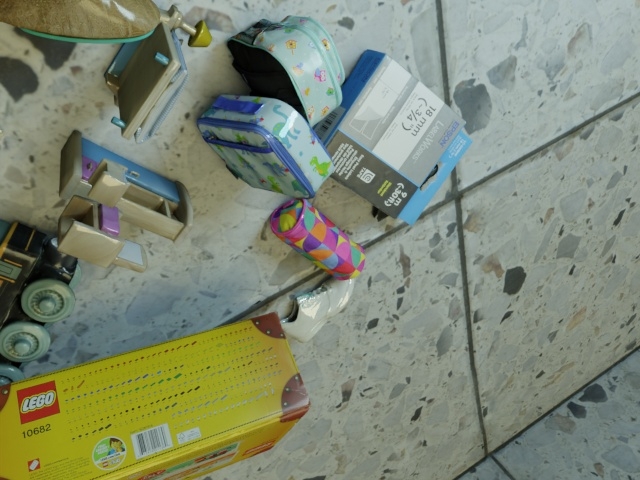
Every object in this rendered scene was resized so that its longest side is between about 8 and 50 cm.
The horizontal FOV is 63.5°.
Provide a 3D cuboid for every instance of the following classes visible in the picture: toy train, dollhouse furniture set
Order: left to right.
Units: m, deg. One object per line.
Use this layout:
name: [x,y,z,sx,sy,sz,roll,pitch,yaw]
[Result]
toy train: [-0.530,0.119,0.839,0.190,0.142,0.334,29,102,-27]
dollhouse furniture set: [-0.215,-0.145,0.760,0.198,0.286,0.303,26,114,-39]

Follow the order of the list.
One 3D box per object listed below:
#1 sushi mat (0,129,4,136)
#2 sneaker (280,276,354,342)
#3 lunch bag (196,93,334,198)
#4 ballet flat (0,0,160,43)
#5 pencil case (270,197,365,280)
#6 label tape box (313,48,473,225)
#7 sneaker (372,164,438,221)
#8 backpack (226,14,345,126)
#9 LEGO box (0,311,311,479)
sushi mat: [-0.623,-0.133,0.698,0.317,0.019,0.151,-32,130,-11]
sneaker: [-0.011,0.142,1.198,0.094,0.080,0.212,36,97,-28]
lunch bag: [-0.098,-0.159,0.864,0.090,0.219,0.176,-53,135,-17]
ballet flat: [-0.372,-0.319,0.611,0.342,0.116,0.124,6,145,-6]
pencil case: [0.000,0.000,1.103,0.104,0.104,0.236,-49,132,3]
label tape box: [0.163,-0.181,1.043,0.334,0.106,0.240,30,101,-28]
sneaker: [0.194,-0.112,1.181,0.170,0.051,0.089,-24,128,-11]
backpack: [-0.044,-0.275,0.847,0.144,0.188,0.166,-32,129,-10]
LEGO box: [-0.311,0.347,0.963,0.500,0.193,0.372,-12,153,-25]
